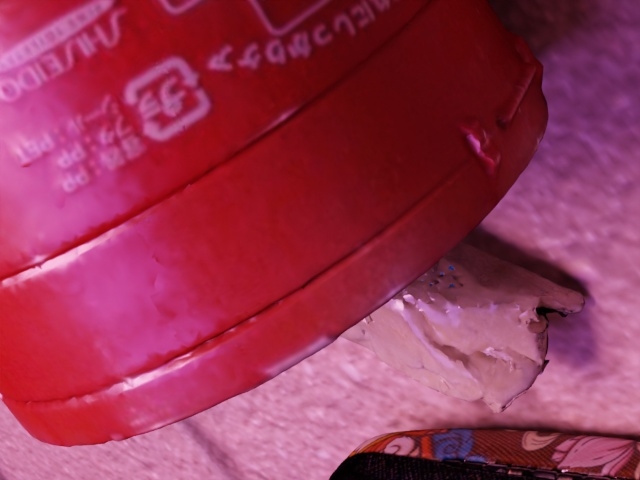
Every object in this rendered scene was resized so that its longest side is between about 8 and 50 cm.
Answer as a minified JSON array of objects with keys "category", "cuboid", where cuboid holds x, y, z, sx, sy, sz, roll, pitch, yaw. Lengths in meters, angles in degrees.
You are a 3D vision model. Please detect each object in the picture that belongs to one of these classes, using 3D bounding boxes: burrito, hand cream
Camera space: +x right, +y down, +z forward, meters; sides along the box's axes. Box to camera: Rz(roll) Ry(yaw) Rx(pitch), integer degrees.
[{"category":"burrito","cuboid":[0.000,-0.002,0.738,0.230,0.058,0.063,27,144,21]},{"category":"hand cream","cuboid":[-0.049,-0.052,0.592,0.230,0.230,0.149,-8,119,49]}]

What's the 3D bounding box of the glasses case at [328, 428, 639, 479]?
[{"category":"glasses case","cuboid":[0.131,0.146,0.733,0.321,0.082,0.122,1,128,44]}]
